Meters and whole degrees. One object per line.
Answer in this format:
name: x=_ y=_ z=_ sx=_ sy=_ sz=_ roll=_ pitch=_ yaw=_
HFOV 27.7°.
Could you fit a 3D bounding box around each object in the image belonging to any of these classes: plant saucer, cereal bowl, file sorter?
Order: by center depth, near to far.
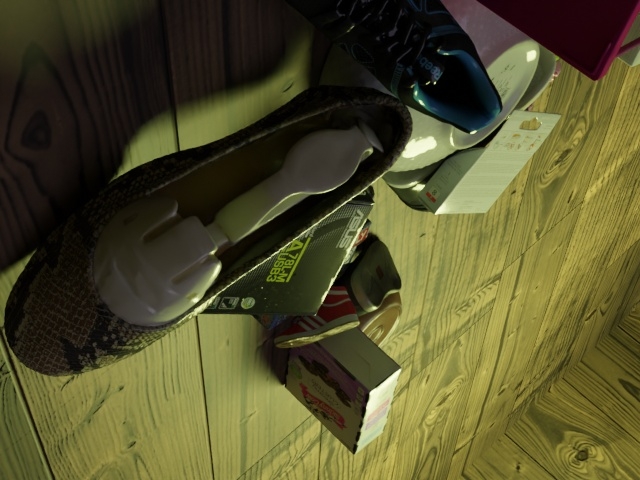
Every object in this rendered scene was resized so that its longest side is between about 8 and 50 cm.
file sorter: x=0.251 y=-0.345 z=1.331 sx=0.182 sy=0.291 sz=0.202 roll=-30 pitch=151 yaw=-44
cereal bowl: x=0.160 y=-0.215 z=1.565 sx=0.339 sy=0.141 sz=0.339 roll=-39 pitch=155 yaw=-22
plant saucer: x=0.080 y=0.151 z=2.149 sx=0.168 sy=0.029 sz=0.168 roll=-40 pitch=157 yaw=-21

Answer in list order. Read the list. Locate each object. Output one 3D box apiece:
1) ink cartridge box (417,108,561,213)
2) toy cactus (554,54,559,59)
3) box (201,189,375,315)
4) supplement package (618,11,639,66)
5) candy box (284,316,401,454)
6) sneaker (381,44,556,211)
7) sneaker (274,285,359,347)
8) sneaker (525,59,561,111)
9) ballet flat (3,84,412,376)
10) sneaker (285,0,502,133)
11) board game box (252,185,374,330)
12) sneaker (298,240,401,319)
ink cartridge box: x=0.224 y=-0.112 z=1.724 sx=0.145 sy=0.045 sz=0.179 roll=-3 pitch=133 yaw=-54
toy cactus: x=0.397 y=-0.321 z=1.915 sx=0.219 sy=0.112 sz=0.180 roll=-46 pitch=176 yaw=-14
box: x=-0.051 y=0.010 z=1.581 sx=0.184 sy=0.045 sz=0.190 roll=6 pitch=127 yaw=-33
supplement package: x=0.396 y=-0.334 z=1.752 sx=0.105 sy=0.179 sz=0.105 roll=-26 pitch=148 yaw=-43
candy box: x=0.030 y=0.208 z=1.967 sx=0.070 sy=0.165 sz=0.196 roll=-36 pitch=154 yaw=-28
sneaker: x=0.203 y=-0.154 z=1.799 sx=0.296 sy=0.104 sz=0.147 roll=-39 pitch=158 yaw=-7
sneaker: x=-0.012 y=0.099 z=1.736 sx=0.118 sy=0.067 sz=0.042 roll=-19 pitch=163 yaw=9
sneaker: x=0.303 y=-0.234 z=1.936 sx=0.057 sy=0.047 sz=0.119 roll=27 pitch=103 yaw=-44
ballet flat: x=-0.097 y=-0.030 z=1.312 sx=0.483 sy=0.164 sz=0.182 roll=-34 pitch=-169 yaw=-25
sneaker: x=0.069 y=-0.226 z=1.283 sx=0.125 sy=0.139 sz=0.341 roll=-48 pitch=134 yaw=12
board game box: x=0.000 y=0.000 z=1.719 sx=0.194 sy=0.060 sz=0.194 roll=-30 pitch=152 yaw=-39
sneaker: x=0.040 y=0.066 z=1.901 sx=0.118 sy=0.083 sz=0.222 roll=-23 pitch=-177 yaw=20
